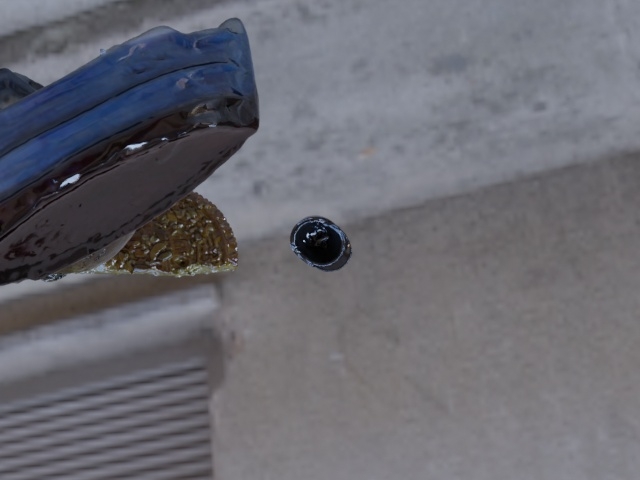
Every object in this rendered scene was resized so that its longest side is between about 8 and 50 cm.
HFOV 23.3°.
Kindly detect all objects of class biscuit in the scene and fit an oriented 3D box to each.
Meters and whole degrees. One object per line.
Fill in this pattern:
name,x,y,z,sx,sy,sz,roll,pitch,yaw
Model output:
biscuit,-0.199,-0.014,1.810,0.206,0.126,0.025,0,153,-5

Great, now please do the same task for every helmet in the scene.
helmet,0.001,0.001,2.004,0.084,0.049,0.065,36,102,-8

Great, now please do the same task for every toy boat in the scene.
toy boat,-0.177,-0.075,1.088,0.309,0.142,0.129,-31,154,-17

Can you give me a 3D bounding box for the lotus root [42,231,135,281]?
lotus root,-0.210,-0.052,1.407,0.120,0.120,0.209,12,116,-32
